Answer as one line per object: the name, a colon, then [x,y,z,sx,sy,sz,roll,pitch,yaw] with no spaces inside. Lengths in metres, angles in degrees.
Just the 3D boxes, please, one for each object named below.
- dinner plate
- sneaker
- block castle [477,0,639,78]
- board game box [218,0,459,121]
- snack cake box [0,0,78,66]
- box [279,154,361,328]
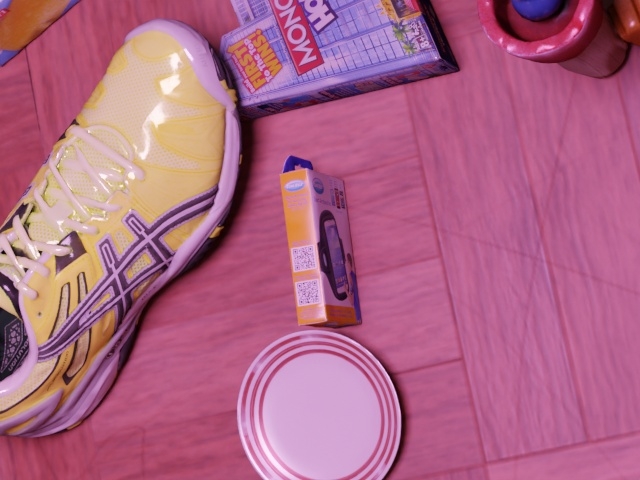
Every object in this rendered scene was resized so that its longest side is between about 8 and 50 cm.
dinner plate: [0.000,0.141,1.320,0.141,0.017,0.141,2,95,22]
sneaker: [-0.187,0.004,1.316,0.145,0.147,0.384,32,107,21]
block castle: [0.290,-0.332,1.134,0.453,0.213,0.303,-24,74,21]
board game box: [-0.016,-0.184,1.337,0.194,0.060,0.194,-26,77,17]
snack cake box: [-0.238,-0.293,1.418,0.264,0.089,0.152,-37,72,14]
box: [0.000,0.000,1.304,0.028,0.081,0.136,-8,83,20]
